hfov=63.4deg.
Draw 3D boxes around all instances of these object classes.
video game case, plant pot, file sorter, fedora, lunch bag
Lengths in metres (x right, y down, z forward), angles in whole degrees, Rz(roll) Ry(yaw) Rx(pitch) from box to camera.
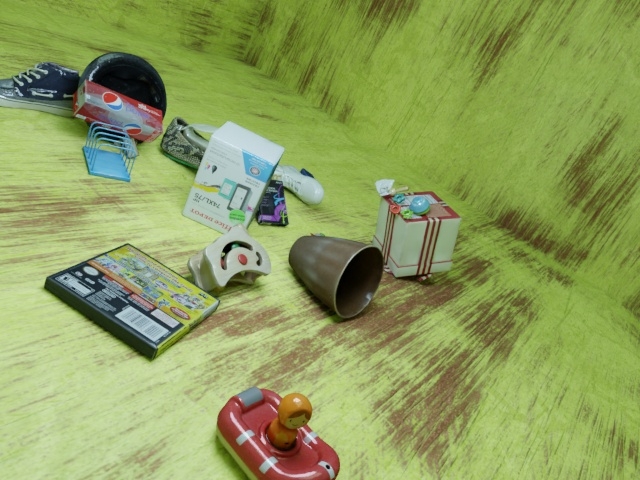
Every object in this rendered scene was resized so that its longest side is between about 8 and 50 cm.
[{"bbox_3d":[-0.393,0.118,1.120,0.274,0.035,0.248,30,24,9],"label":"video game case"},{"bbox_3d":[0.024,0.074,1.475,0.230,0.215,0.215,26,19,35],"label":"plant pot"},{"bbox_3d":[-0.639,-0.273,1.575,0.118,0.104,0.170,9,29,-37],"label":"file sorter"},{"bbox_3d":[-0.699,-0.487,1.773,0.152,0.334,0.334,18,15,34],"label":"fedora"},{"bbox_3d":[-0.065,-0.252,2.193,0.067,0.065,0.098,33,17,-28],"label":"lunch bag"}]

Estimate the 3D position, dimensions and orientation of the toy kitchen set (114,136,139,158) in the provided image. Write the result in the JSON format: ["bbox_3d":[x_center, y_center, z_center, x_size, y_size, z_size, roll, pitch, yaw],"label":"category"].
[{"bbox_3d":[-0.645,-0.303,1.733,0.068,0.075,0.083,-18,-2,-10],"label":"toy kitchen set"}]

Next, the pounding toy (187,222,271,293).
[{"bbox_3d":[-0.240,0.068,1.342,0.154,0.154,0.269,55,33,-7],"label":"pounding toy"}]

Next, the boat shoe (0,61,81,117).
[{"bbox_3d":[-0.945,-0.514,1.677,0.340,0.158,0.127,0,35,-47],"label":"boat shoe"}]

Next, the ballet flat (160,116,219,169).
[{"bbox_3d":[-0.350,-0.286,1.811,0.482,0.182,0.164,33,26,12],"label":"ballet flat"}]

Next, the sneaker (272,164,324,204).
[{"bbox_3d":[-0.125,-0.224,2.034,0.169,0.108,0.292,4,23,-40],"label":"sneaker"}]

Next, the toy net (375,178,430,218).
[{"bbox_3d":[0.266,-0.142,1.807,0.232,0.122,0.045,35,-19,43],"label":"toy net"}]

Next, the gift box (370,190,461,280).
[{"bbox_3d":[0.320,-0.018,1.893,0.276,0.258,0.255,-4,32,-13],"label":"gift box"}]

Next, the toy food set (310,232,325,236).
[{"bbox_3d":[0.000,0.000,1.795,0.083,0.020,0.082,-4,38,-50],"label":"toy food set"}]

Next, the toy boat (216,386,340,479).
[{"bbox_3d":[-0.061,0.327,0.892,0.231,0.151,0.151,39,26,26],"label":"toy boat"}]

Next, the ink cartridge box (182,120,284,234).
[{"bbox_3d":[-0.262,-0.182,1.578,0.198,0.270,0.197,25,25,-6],"label":"ink cartridge box"}]

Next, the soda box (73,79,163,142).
[{"bbox_3d":[-0.635,-0.402,1.640,0.263,0.083,0.092,17,53,-46],"label":"soda box"}]

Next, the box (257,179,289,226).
[{"bbox_3d":[-0.169,-0.131,1.759,0.116,0.029,0.162,2,71,-43],"label":"box"}]
